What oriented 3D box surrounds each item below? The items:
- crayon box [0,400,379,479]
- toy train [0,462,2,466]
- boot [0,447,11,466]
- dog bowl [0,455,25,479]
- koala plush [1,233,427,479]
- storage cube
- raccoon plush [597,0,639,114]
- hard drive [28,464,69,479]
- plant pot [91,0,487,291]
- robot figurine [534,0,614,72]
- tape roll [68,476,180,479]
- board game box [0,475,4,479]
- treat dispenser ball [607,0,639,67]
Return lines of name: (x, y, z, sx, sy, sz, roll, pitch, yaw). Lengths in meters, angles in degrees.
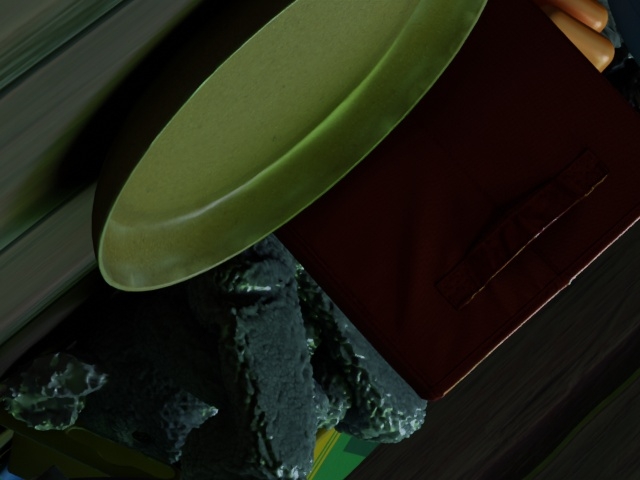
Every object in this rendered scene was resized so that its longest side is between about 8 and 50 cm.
crayon box: (-0.089, 0.135, 1.463, 0.318, 0.202, 0.081, -34, 141, -59)
toy train: (-0.260, 0.170, 1.483, 0.036, 0.027, 0.158, -30, 175, -10)
boot: (-0.177, 0.153, 1.718, 0.219, 0.082, 0.106, -36, 176, -44)
dog bowl: (-0.175, 0.210, 1.461, 0.074, 0.166, 0.297, -68, 173, 26)
koala plush: (-0.082, 0.072, 1.296, 0.221, 0.203, 0.196, -20, 179, 39)
storage cube: (0.065, -0.041, 1.112, 0.183, 0.193, 0.215, -42, 176, -3)
raccoon plush: (0.219, -0.127, 1.828, 0.446, 0.216, 0.299, -39, -177, -40)
hard drive: (-0.261, 0.269, 1.072, 0.237, 0.064, 0.339, -40, 176, -40)
plant pot: (-0.016, -0.068, 0.902, 0.236, 0.032, 0.236, -38, 164, -13)
robot figurine: (0.128, -0.107, 1.520, 0.128, 0.158, 0.219, -10, 153, -50)
tape roll: (-0.088, 0.198, 1.193, 0.189, 0.189, 0.080, -10, 105, -83)
board game box: (-0.339, 0.252, 1.170, 0.254, 0.079, 0.336, -43, 176, 14)
treat dispenser ball: (0.324, -0.196, 1.260, 0.288, 0.288, 0.288, -42, 176, -3)
